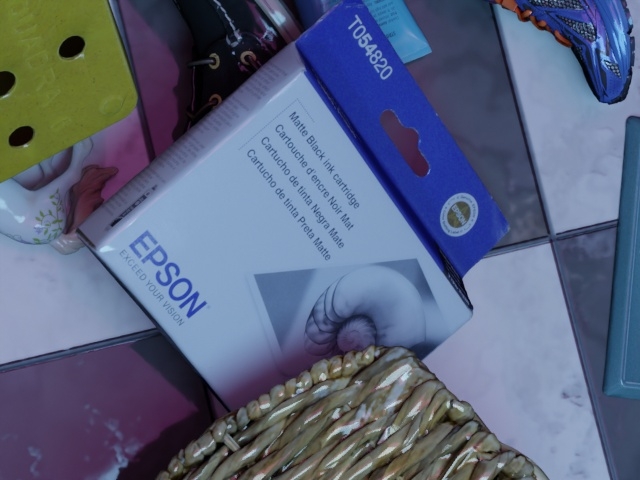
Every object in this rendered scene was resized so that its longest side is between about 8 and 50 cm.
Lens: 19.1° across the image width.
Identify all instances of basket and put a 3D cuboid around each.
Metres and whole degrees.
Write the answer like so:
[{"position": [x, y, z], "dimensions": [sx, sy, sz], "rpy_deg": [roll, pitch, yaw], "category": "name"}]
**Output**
[{"position": [-0.012, 0.224, 1.141], "dimensions": [0.213, 0.223, 0.299], "rpy_deg": [43, 80, 14], "category": "basket"}]

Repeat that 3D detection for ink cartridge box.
[{"position": [0.000, 0.000, 1.164], "dimensions": [0.224, 0.045, 0.223], "rpy_deg": [-42, 124, -7], "category": "ink cartridge box"}]

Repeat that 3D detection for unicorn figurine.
[{"position": [-0.212, -0.032, 1.183], "dimensions": [0.162, 0.060, 0.111], "rpy_deg": [14, 78, -6], "category": "unicorn figurine"}]

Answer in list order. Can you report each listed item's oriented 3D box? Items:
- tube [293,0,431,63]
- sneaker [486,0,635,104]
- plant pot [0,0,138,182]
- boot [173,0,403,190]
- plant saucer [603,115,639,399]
[{"position": [-0.003, -0.204, 1.250], "dimensions": [0.080, 0.052, 0.207], "rpy_deg": [-24, 93, -7], "category": "tube"}, {"position": [0.131, -0.178, 1.263], "dimensions": [0.087, 0.083, 0.221], "rpy_deg": [-35, 85, 1], "category": "sneaker"}, {"position": [-0.219, -0.143, 1.082], "dimensions": [0.212, 0.212, 0.187], "rpy_deg": [-28, 53, -12], "category": "plant pot"}, {"position": [-0.079, -0.067, 1.192], "dimensions": [0.178, 0.085, 0.236], "rpy_deg": [-40, 102, -11], "category": "boot"}, {"position": [0.232, 0.013, 1.281], "dimensions": [0.067, 0.018, 0.192], "rpy_deg": [7, 83, -9], "category": "plant saucer"}]
